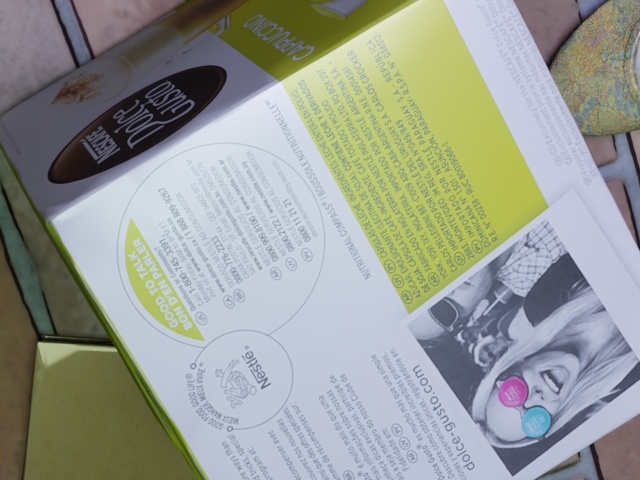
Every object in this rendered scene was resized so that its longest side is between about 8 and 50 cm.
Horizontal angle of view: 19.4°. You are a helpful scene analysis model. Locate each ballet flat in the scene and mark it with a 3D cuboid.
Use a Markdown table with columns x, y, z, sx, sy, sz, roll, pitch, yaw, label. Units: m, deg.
| x | y | z | sx | sy | sz | roll | pitch | yaw | label |
| --- | --- | --- | --- | --- | --- | --- | --- | --- | --- |
| 0.345 | -0.180 | 1.491 | 0.348 | 0.123 | 0.123 | -26 | 109 | -2 | ballet flat |

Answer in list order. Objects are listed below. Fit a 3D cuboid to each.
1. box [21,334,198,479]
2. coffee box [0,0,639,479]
| x | y | z | sx | sy | sz | roll | pitch | yaw | label |
| --- | --- | --- | --- | --- | --- | --- | --- | --- | --- |
| -0.163 | 0.179 | 1.550 | 0.164 | 0.021 | 0.201 | 4 | 106 | -13 | box |
| 0.000 | 0.000 | 1.349 | 0.334 | 0.337 | 0.338 | -32 | 110 | -6 | coffee box |
